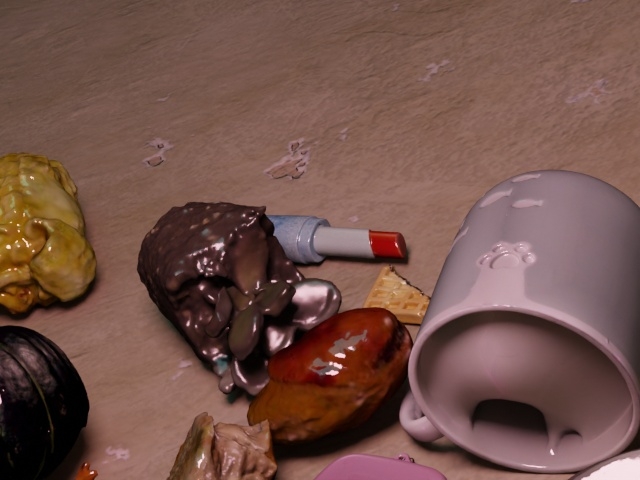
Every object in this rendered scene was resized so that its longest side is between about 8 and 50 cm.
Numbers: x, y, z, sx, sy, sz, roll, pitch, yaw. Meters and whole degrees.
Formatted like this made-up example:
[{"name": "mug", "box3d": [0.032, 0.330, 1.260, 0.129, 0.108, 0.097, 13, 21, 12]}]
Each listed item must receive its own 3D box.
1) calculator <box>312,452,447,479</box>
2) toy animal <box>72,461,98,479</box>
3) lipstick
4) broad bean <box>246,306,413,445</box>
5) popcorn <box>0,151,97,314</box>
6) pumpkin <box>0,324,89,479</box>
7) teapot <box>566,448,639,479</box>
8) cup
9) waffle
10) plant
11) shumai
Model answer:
[{"name": "calculator", "box3d": [0.027, 0.341, 1.895, 0.194, 0.043, 0.294, 6, 44, 35]}, {"name": "toy animal", "box3d": [-0.390, 0.388, 2.038, 0.284, 0.225, 0.302, -13, 18, 49]}, {"name": "lipstick", "box3d": [0.000, 0.000, 2.327, 0.274, 0.061, 0.068, 4, 41, 33]}, {"name": "broad bean", "box3d": [0.006, 0.165, 2.041, 0.228, 0.122, 0.156, -29, 24, 19]}, {"name": "popcorn", "box3d": [-0.454, 0.001, 2.496, 0.225, 0.174, 0.286, -34, 45, 10]}, {"name": "pumpkin", "box3d": [-0.442, 0.203, 2.105, 0.296, 0.296, 0.296, -15, 37, 11]}, {"name": "teapot", "box3d": [0.304, 0.393, 1.413, 0.306, 0.361, 0.376, 17, 62, 34]}, {"name": "cup", "box3d": [0.227, 0.101, 1.956, 0.357, 0.259, 0.274, -35, 21, 42]}, {"name": "waffle", "box3d": [0.131, 0.073, 2.195, 0.153, 0.023, 0.097, 3, 44, 34]}, {"name": "plant", "box3d": [-0.113, 0.062, 2.203, 0.199, 0.188, 0.276, -36, 37, -16]}, {"name": "shumai", "box3d": [-0.121, 0.297, 1.980, 0.120, 0.201, 0.201, 20, 40, -10]}]
